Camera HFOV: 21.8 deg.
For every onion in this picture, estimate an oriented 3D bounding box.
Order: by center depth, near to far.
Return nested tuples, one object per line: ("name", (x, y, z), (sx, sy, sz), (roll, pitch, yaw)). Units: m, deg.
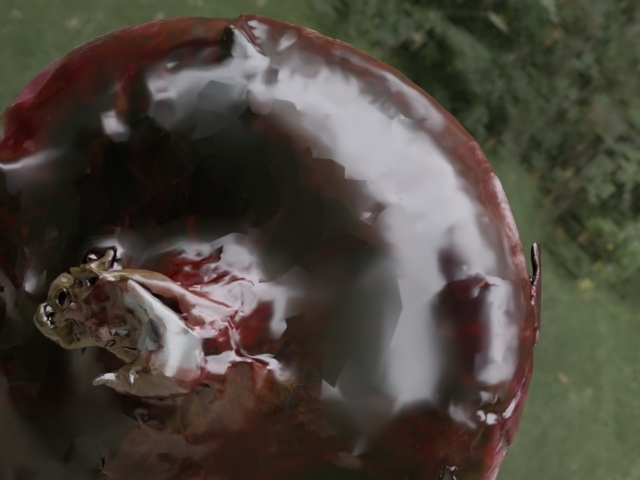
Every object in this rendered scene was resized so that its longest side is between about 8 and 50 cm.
("onion", (-0.047, 0.040, 0.786), (0.314, 0.314, 0.232), (46, -1, 4))
